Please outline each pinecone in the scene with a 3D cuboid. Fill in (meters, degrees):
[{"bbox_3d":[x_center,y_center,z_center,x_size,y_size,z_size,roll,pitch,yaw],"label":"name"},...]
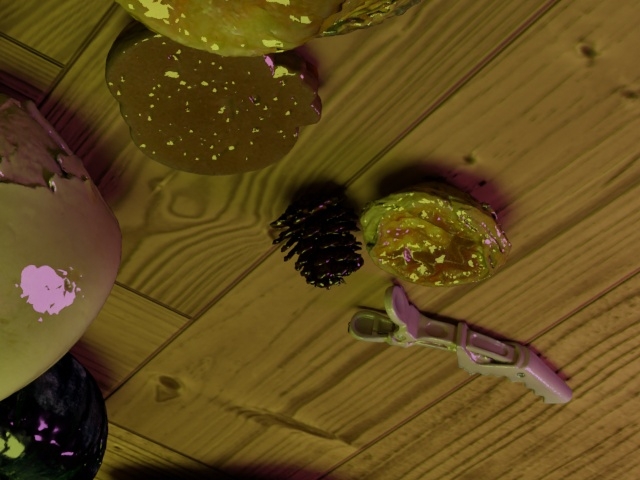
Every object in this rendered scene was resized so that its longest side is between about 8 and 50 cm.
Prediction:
[{"bbox_3d":[0.000,0.000,1.414,0.077,0.083,0.077,-23,171,-4],"label":"pinecone"}]

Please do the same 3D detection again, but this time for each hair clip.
[{"bbox_3d":[0.142,0.098,1.539,0.226,0.034,0.072,20,143,-11],"label":"hair clip"}]

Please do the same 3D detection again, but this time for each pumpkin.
[{"bbox_3d":[-0.331,0.188,1.695,0.233,0.163,0.233,6,144,5],"label":"pumpkin"}]

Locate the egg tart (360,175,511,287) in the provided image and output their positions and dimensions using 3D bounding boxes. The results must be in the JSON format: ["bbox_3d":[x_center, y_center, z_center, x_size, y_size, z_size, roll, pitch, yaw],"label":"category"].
[{"bbox_3d":[0.098,-0.010,1.392,0.130,0.052,0.130,10,144,7],"label":"egg tart"}]

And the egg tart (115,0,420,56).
[{"bbox_3d":[-0.060,-0.214,1.106,0.294,0.123,0.294,9,143,7],"label":"egg tart"}]

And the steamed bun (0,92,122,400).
[{"bbox_3d":[-0.300,0.020,1.367,0.166,0.273,0.232,42,165,43],"label":"steamed bun"}]

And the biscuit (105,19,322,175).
[{"bbox_3d":[-0.079,-0.122,1.301,0.170,0.050,0.170,2,142,1],"label":"biscuit"}]
